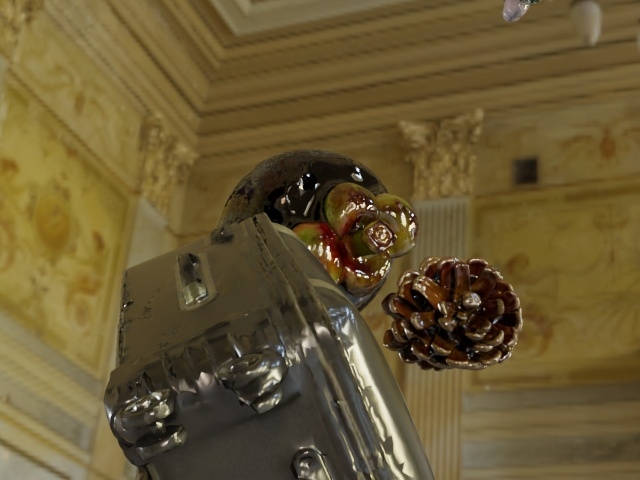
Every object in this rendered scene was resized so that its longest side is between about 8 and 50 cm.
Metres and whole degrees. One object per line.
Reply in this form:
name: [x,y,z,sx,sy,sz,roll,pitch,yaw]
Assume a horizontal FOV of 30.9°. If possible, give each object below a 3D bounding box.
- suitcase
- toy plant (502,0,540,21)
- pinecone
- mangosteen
suitcase: [-0.042,0.136,0.880,0.194,0.283,0.434,-23,13,-5]
toy plant: [0.283,-0.390,1.390,0.113,0.232,0.243,23,-44,-6]
pinecone: [0.170,0.095,1.484,0.179,0.149,0.195,1,-1,-6]
mangosteen: [0.000,0.000,1.597,0.275,0.274,0.302,25,-13,-31]
